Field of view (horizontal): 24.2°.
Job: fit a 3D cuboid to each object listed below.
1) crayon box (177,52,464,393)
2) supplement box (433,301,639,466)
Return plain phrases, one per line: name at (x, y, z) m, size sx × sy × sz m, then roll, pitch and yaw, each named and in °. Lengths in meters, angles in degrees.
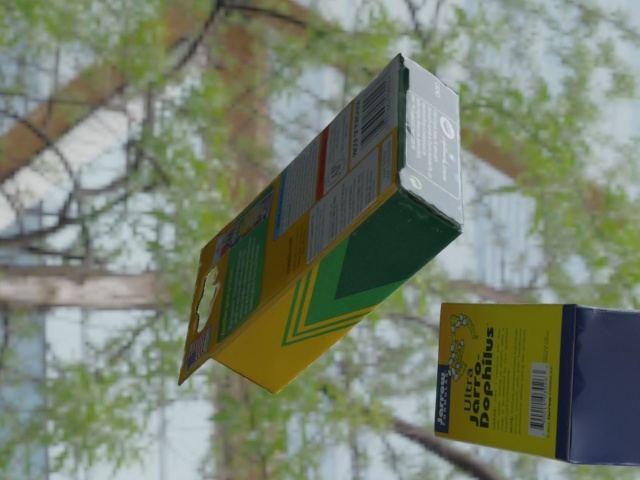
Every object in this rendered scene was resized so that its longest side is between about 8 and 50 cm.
crayon box at (0.000, 0.000, 1.408) m, size 0.323 × 0.083 × 0.203 m, roll -42°, pitch -153°, yaw 33°
supplement box at (0.316, 0.182, 1.964) m, size 0.356 × 0.194 × 0.195 m, roll 175°, pitch -80°, yaw -67°
